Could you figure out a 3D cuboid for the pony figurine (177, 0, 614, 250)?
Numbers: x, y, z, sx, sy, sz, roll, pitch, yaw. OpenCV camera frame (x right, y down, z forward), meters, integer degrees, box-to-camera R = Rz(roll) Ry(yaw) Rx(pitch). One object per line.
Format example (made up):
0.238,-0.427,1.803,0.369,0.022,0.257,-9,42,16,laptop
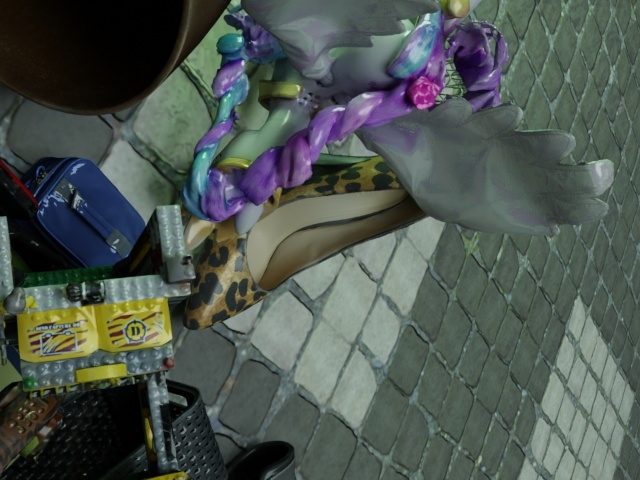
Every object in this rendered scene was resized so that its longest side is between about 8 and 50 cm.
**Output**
0.046,-0.149,0.644,0.303,0.351,0.363,45,56,-30,pony figurine

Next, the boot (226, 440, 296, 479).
-0.099,0.375,0.723,0.338,0.118,0.222,-57,131,-44,boot

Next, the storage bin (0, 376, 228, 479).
-0.175,0.187,0.579,0.180,0.122,0.084,-34,120,-42,storage bin

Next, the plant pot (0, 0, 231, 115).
-0.128,-0.233,0.540,0.230,0.215,0.215,-53,133,-50,plant pot

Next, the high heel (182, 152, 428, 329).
0.000,0.000,0.712,0.261,0.186,0.093,-51,135,-33,high heel

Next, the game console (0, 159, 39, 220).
-0.258,-0.036,0.433,0.085,0.144,0.124,-56,133,-28,game console

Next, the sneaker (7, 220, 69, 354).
-0.210,0.047,0.555,0.063,0.075,0.170,-51,131,-33,sneaker

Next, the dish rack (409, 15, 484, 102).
0.162,-0.180,0.974,0.271,0.074,0.208,33,70,-47,dish rack

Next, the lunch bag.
-0.187,-0.021,0.582,0.098,0.065,0.067,54,55,-40,lunch bag

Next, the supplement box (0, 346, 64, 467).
-0.247,0.118,0.535,0.083,0.056,0.083,-49,129,-34,supplement box

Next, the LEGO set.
-0.189,0.099,0.388,0.331,0.192,0.254,3,76,-20,LEGO set
